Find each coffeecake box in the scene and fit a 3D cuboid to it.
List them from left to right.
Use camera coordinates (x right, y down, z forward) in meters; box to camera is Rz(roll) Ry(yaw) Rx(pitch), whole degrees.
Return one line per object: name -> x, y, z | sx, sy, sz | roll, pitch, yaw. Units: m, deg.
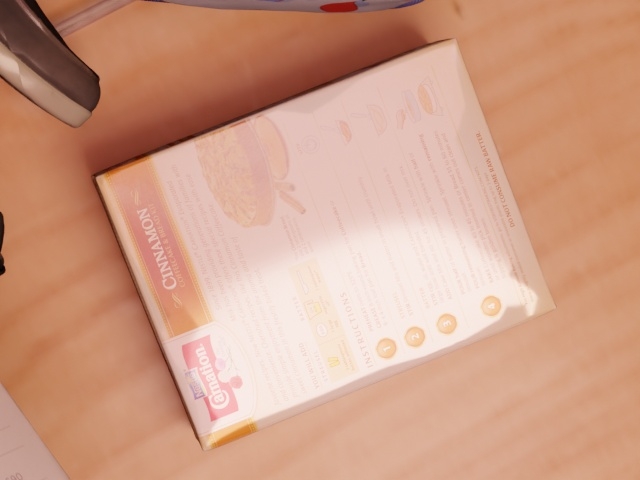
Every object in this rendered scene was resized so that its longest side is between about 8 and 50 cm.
coffeecake box -> 0.000, 0.000, 0.940 | 0.186, 0.068, 0.142 | -21, 96, -6

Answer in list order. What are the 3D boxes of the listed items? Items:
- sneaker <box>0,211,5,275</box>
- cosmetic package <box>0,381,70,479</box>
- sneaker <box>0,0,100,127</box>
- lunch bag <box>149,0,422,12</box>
sneaker -> -0.200, 0.044, 0.901 | 0.130, 0.109, 0.286 | -20, 99, -16
cosmetic package -> -0.279, 0.061, 0.774 | 0.217, 0.156, 0.385 | -40, 79, 30
sneaker -> -0.153, -0.165, 0.903 | 0.118, 0.083, 0.222 | -40, 96, -5
lunch bag -> -0.019, -0.259, 0.882 | 0.243, 0.115, 0.303 | -1, 92, -21
